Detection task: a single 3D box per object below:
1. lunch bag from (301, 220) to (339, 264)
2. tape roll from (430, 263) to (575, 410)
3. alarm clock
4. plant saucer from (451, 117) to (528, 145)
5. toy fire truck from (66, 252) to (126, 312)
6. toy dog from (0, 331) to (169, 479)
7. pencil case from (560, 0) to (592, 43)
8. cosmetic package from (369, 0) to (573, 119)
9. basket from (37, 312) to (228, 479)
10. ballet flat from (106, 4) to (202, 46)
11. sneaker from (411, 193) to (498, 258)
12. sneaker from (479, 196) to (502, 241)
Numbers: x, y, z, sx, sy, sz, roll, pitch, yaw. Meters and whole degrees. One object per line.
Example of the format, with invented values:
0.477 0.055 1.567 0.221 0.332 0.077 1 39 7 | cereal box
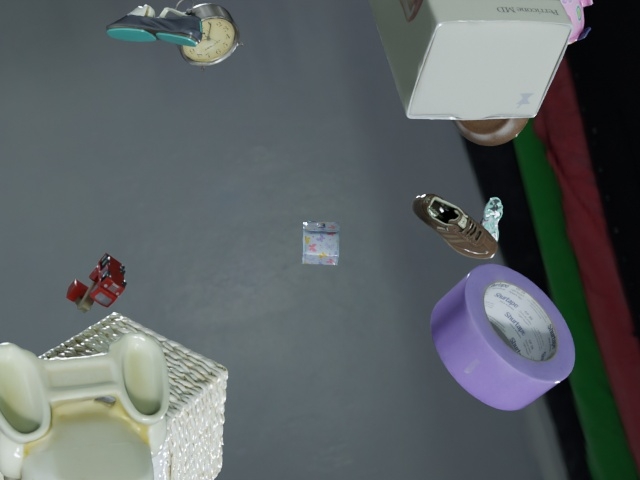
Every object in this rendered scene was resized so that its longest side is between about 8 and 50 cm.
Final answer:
0.000 0.000 1.753 0.053 0.071 0.083 96 -2 -59 | lunch bag
0.248 0.130 1.269 0.080 0.189 0.189 -49 -133 39 | tape roll
-0.243 -0.435 1.912 0.064 0.129 0.192 62 5 29 | alarm clock
0.361 -0.304 2.033 0.036 0.198 0.198 -17 94 -56 | plant saucer
-0.447 0.097 1.851 0.047 0.135 0.192 38 7 -23 | toy fire truck
-0.388 0.392 1.485 0.395 0.284 0.408 58 -41 27 | toy dog
0.326 -0.370 1.616 0.284 0.124 0.124 -9 -84 54 | pencil case
0.144 -0.279 1.020 0.129 0.153 0.296 105 -22 -49 | cosmetic package
-0.382 0.371 1.869 0.266 0.331 0.328 -37 142 -50 | basket
-0.319 -0.421 1.819 0.074 0.203 0.074 9 90 -72 | ballet flat
0.255 -0.023 1.725 0.066 0.188 0.071 -62 -169 -9 | sneaker
0.342 -0.044 1.900 0.069 0.038 0.098 -110 -152 -77 | sneaker
